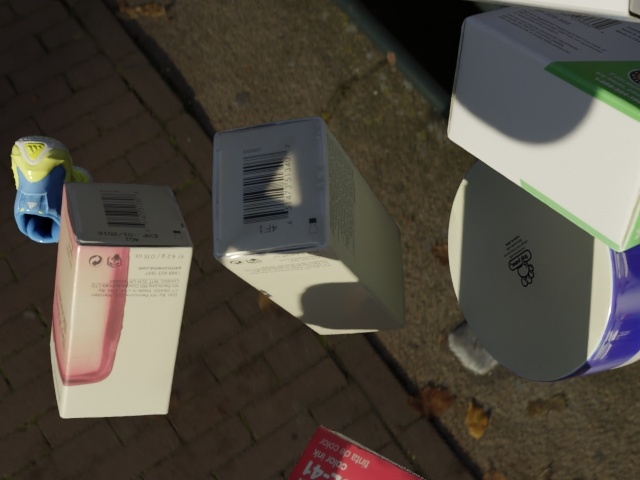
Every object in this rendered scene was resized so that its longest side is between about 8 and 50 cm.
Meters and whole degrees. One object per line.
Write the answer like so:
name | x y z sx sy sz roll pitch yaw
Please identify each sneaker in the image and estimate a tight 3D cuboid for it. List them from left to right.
sneaker | -0.367 -0.050 1.285 0.091 0.240 0.126 3 77 1

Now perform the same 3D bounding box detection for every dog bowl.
dog bowl | 0.259 0.018 1.052 0.104 0.265 0.265 -9 64 -29

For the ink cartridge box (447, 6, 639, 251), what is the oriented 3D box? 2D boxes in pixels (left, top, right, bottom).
ink cartridge box | 0.290 -0.129 0.820 0.289 0.121 0.211 -20 42 -28

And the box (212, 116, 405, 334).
box | 0.000 0.000 0.836 0.094 0.275 0.113 -7 69 15

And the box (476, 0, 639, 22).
box | 0.098 -0.202 0.435 0.145 0.038 0.186 17 104 34

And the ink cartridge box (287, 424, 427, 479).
ink cartridge box | 0.008 0.332 0.743 0.131 0.226 0.306 24 71 34

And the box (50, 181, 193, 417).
box | -0.234 0.067 1.096 0.127 0.232 0.148 1 29 -22
